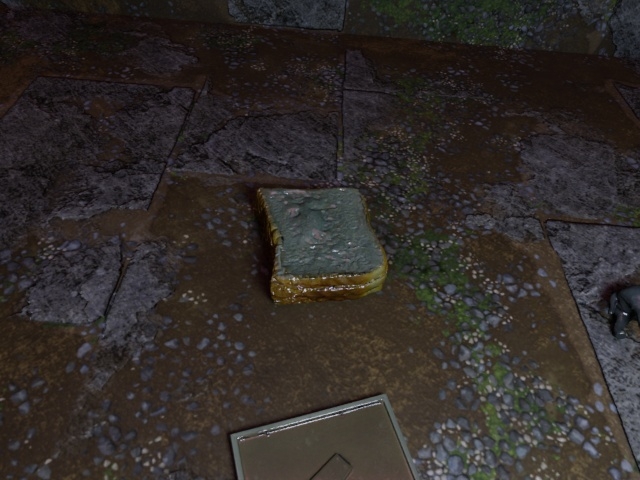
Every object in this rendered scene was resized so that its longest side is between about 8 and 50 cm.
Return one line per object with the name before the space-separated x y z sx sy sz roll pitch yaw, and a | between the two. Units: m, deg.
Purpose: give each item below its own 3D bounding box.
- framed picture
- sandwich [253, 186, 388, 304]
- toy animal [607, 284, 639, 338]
framed picture | 0.013 0.384 0.798 0.289 0.020 0.211 -10 48 -14
sandwich | 0.000 0.000 1.101 0.271 0.099 0.301 -6 47 -11
toy animal | 0.741 0.166 1.021 0.269 0.082 0.137 9 48 4
